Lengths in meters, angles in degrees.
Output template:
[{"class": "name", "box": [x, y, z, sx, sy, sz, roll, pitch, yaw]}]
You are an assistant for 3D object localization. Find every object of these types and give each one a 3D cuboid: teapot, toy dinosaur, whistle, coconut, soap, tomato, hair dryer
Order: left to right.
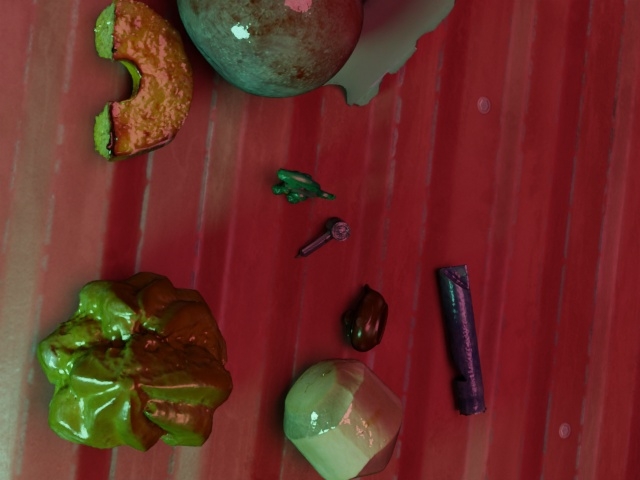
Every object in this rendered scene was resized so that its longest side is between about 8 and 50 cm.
[{"class": "tomato", "box": [-0.079, -0.389, 1.754, 0.282, 0.316, 0.317, -46, 115, -5]}, {"class": "toy dinosaur", "box": [-0.030, -0.097, 1.922, 0.132, 0.096, 0.059, 20, 82, -29]}, {"class": "hair dryer", "box": [0.000, 0.000, 1.977, 0.114, 0.063, 0.037, -34, 105, -3]}, {"class": "coconut", "box": [0.049, 0.332, 1.931, 0.222, 0.202, 0.202, 49, 67, -22]}, {"class": "teapot", "box": [0.082, 0.147, 2.022, 0.098, 0.078, 0.129, 64, 40, -64]}, {"class": "soap", "box": [0.133, -0.400, 1.921, 0.159, 0.257, 0.302, 25, 79, -32]}, {"class": "whistle", "box": [0.288, 0.200, 2.159, 0.062, 0.062, 0.304, -14, 99, -32]}]

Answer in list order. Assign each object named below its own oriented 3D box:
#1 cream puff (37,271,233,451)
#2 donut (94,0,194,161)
[{"class": "cream puff", "box": [-0.267, 0.185, 1.684, 0.323, 0.269, 0.275, 5, 84, -34]}, {"class": "donut", "box": [-0.289, -0.253, 1.747, 0.152, 0.101, 0.259, 2, 90, -33]}]
